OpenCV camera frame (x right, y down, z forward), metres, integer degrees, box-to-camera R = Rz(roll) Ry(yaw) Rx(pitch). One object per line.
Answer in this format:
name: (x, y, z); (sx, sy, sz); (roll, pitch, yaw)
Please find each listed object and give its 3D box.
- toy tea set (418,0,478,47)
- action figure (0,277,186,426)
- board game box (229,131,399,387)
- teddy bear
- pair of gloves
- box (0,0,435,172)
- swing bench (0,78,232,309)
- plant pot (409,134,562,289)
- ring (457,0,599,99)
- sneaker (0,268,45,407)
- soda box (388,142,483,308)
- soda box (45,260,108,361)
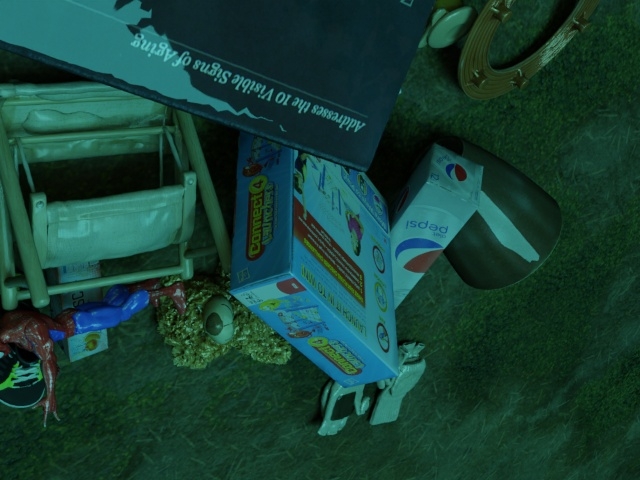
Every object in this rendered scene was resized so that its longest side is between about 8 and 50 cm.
toy tea set: (0.106, -0.365, 1.188); (0.336, 0.124, 0.200); (-15, 157, -35)
action figure: (-0.301, 0.136, 1.084); (0.280, 0.091, 0.139); (-11, 104, -48)
board game box: (0.000, 0.000, 1.150); (0.086, 0.302, 0.308); (-17, 142, 22)
teddy bear: (-0.086, 0.093, 1.334); (0.338, 0.113, 0.245); (3, 115, -40)
pair of gloves: (0.107, 0.291, 1.678); (0.240, 0.042, 0.204); (4, 116, -41)
box: (-0.119, -0.369, 0.769); (0.480, 0.297, 0.472); (15, 99, -37)
swing bench: (-0.260, -0.063, 1.026); (0.253, 0.165, 0.254); (-9, 90, -33)
plant pot: (0.260, -0.065, 1.449); (0.215, 0.215, 0.230); (-49, 123, 0)
ring: (0.352, -0.351, 1.341); (0.336, 0.032, 0.336); (-34, 156, -17)
sneaker: (-0.405, 0.148, 1.126); (0.084, 0.097, 0.234); (-18, 129, -28)
soda box: (0.148, -0.015, 1.354); (0.091, 0.098, 0.286); (24, 136, -8)
soda box: (-0.333, 0.072, 1.154); (0.058, 0.063, 0.183); (-18, 128, -31)
